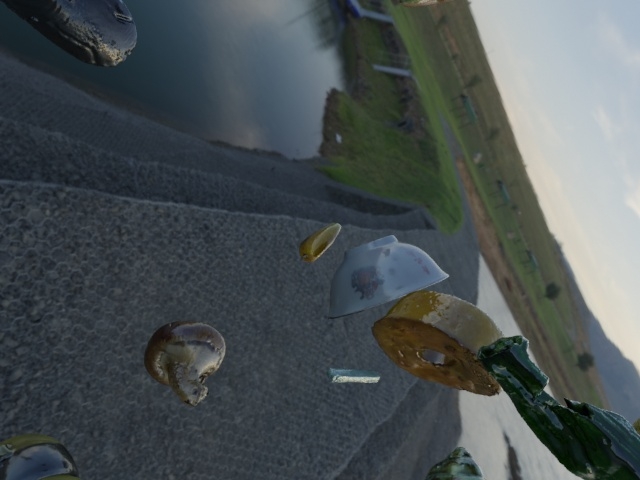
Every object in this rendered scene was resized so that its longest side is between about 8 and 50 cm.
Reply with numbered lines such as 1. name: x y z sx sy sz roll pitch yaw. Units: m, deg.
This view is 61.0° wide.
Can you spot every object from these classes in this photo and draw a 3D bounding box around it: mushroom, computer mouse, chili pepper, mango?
1. mushroom: -0.447 0.384 1.795 0.267 0.267 0.254 61 -17 -13
2. computer mouse: -0.365 -0.343 0.771 0.217 0.122 0.073 41 -3 -18
3. chili pepper: 0.307 0.221 0.684 0.253 0.099 0.083 42 52 14
4. mango: 0.000 0.000 1.594 0.066 0.101 0.187 51 56 -5

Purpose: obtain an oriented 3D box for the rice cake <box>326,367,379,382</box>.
1. rice cake: 0.061 0.246 0.986 0.121 0.021 0.022 14 21 -40

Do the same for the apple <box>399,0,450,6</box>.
1. apple: 0.206 -0.499 0.910 0.207 0.174 0.188 30 -45 56

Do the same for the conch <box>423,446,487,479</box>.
1. conch: 0.165 0.367 0.683 0.187 0.181 0.124 33 4 -30

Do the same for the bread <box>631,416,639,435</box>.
1. bread: 0.531 0.351 0.803 0.197 0.197 0.170 -79 -177 -60

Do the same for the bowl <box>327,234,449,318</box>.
1. bowl: 0.154 0.081 1.453 0.157 0.346 0.345 71 18 3

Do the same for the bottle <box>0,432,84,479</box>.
1. bottle: -0.342 0.402 0.702 0.351 0.171 0.171 40 2 34

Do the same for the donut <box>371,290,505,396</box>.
1. donut: 0.250 0.205 1.094 0.108 0.278 0.277 -53 125 -26
